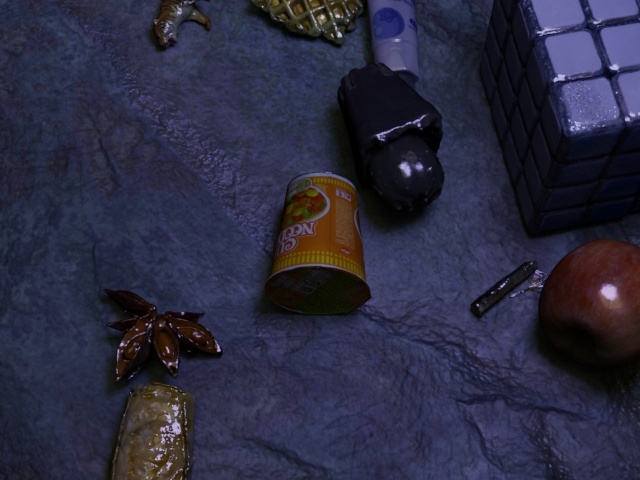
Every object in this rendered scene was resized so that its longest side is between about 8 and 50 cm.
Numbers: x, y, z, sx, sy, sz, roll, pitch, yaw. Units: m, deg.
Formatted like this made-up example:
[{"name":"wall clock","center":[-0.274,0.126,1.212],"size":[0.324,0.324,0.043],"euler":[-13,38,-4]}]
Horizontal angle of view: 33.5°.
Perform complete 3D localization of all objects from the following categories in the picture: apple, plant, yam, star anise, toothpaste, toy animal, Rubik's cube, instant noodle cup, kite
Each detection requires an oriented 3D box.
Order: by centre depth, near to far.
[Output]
[{"name":"apple","center":[0.428,0.093,1.592],"size":[0.188,0.188,0.174],"euler":[38,63,15]},{"name":"star anise","center":[-0.257,0.154,1.638],"size":[0.213,0.053,0.157],"euler":[17,49,-1]},{"name":"Rubik's cube","center":[0.461,-0.250,1.646],"size":[0.337,0.344,0.343],"euler":[-10,66,-4]},{"name":"instant noodle cup","center":[0.000,0.000,1.663],"size":[0.169,0.168,0.184],"euler":[2,61,2]},{"name":"yam","center":[0.293,0.074,1.688],"size":[0.129,0.033,0.027],"euler":[-35,44,-17]},{"name":"kite","center":[0.343,0.079,1.696],"size":[0.078,0.002,0.044],"euler":[-41,73,-16]},{"name":"plant","center":[0.118,-0.164,1.715],"size":[0.142,0.164,0.256],"euler":[-17,67,-8]},{"name":"toothpaste","center":[0.120,-0.440,1.875],"size":[0.125,0.080,0.371],"euler":[14,61,-33]},{"name":"toy animal","center":[-0.235,-0.448,1.897],"size":[0.099,0.056,0.241],"euler":[6,68,4]}]

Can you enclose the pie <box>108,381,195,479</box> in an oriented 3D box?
[{"name":"pie","center":[-0.251,0.348,1.563],"size":[0.129,0.068,0.282],"euler":[4,71,1]}]

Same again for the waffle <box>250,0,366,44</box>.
[{"name":"waffle","center":[-0.014,-0.457,1.898],"size":[0.208,0.054,0.214],"euler":[21,67,6]}]
